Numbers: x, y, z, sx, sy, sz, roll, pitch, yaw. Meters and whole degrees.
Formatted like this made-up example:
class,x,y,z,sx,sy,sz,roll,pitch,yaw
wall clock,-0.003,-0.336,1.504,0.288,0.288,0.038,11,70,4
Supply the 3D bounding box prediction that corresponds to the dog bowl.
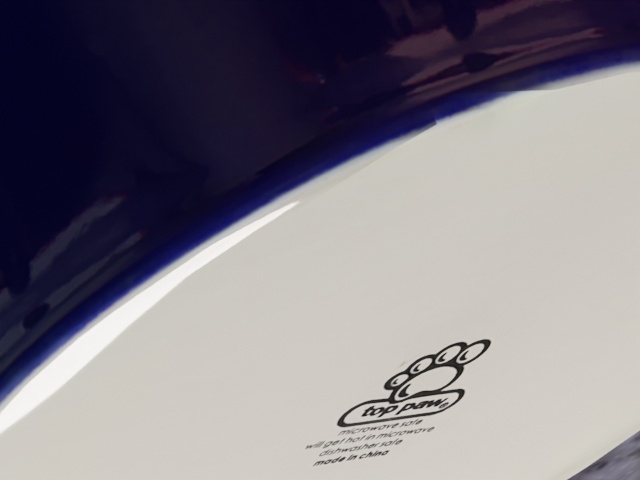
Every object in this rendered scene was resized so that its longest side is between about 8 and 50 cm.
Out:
class,x,y,z,sx,sy,sz,roll,pitch,yaw
dog bowl,0.000,0.000,0.476,0.265,0.104,0.265,-23,154,-12
